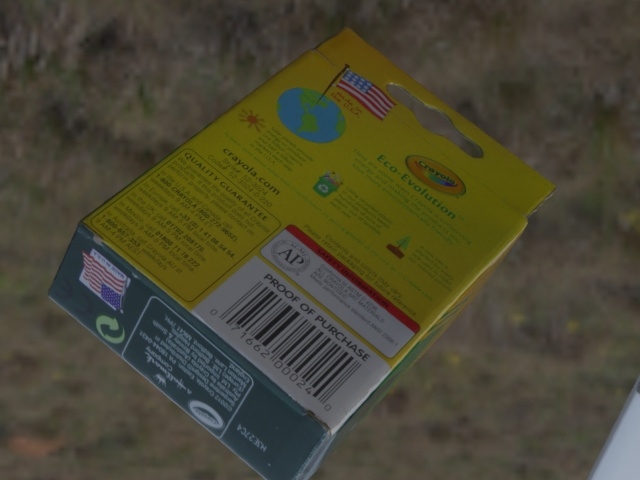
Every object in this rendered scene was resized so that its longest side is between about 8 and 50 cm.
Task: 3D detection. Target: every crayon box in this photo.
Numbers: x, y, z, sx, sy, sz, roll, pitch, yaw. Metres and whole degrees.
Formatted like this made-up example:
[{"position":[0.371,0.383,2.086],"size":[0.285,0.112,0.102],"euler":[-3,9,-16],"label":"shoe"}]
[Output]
[{"position":[0.000,0.000,1.161],"size":[0.202,0.318,0.081],"euler":[39,134,9],"label":"crayon box"}]

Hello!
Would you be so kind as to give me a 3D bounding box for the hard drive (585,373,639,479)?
[{"position":[0.371,0.284,1.733],"size":[0.233,0.047,0.353],"euler":[21,138,6],"label":"hard drive"}]
